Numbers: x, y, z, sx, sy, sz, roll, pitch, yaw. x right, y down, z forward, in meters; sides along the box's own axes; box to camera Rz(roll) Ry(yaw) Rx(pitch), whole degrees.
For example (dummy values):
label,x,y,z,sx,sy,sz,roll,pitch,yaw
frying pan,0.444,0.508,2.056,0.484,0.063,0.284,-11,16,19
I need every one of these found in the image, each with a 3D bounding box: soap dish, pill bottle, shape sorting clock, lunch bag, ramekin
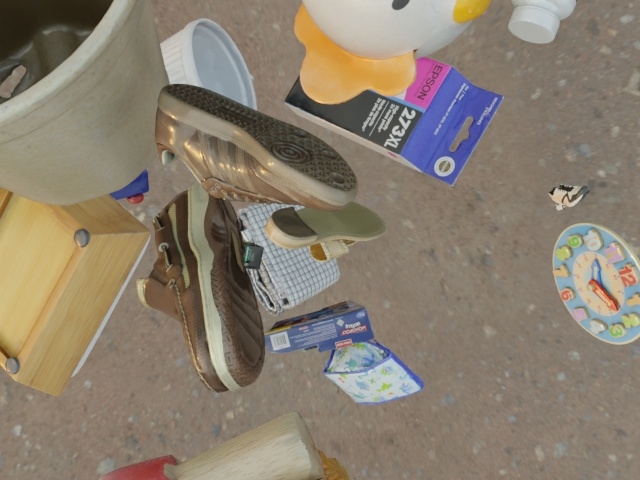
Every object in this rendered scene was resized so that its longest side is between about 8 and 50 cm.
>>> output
label,x,y,z,sx,sy,sz,roll,pitch,yaw
soap dish,-0.398,0.044,0.989,0.229,0.118,0.291,37,103,23
pill bottle,0.238,-0.271,0.713,0.067,0.067,0.120,21,88,-2
shape sorting clock,0.449,0.070,1.116,0.040,0.206,0.206,-17,96,-23
lunch bag,0.105,0.249,1.320,0.129,0.151,0.096,45,53,-35
ramekin,-0.208,-0.266,1.197,0.108,0.207,0.207,-16,96,22

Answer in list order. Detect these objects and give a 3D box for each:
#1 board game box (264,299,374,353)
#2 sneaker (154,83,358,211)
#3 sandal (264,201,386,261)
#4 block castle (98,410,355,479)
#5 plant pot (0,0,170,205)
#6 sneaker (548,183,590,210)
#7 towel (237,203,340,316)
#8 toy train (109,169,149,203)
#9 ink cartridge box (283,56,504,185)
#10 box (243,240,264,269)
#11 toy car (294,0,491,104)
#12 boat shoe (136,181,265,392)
label,x,y,z,sx,sy,sz,roll,pitch,yaw
board game box,0.007,0.162,1.280,0.194,0.194,0.060,-15,90,8
sneaker,-0.055,-0.060,0.552,0.188,0.066,0.071,32,124,22
sandal,-0.004,-0.005,1.031,0.088,0.240,0.079,51,123,25
block castle,-0.015,0.384,0.508,0.212,0.303,0.454,-24,62,0
plant pot,-0.277,-0.182,0.623,0.333,0.305,0.334,0,76,1
sneaker,0.460,-0.086,1.286,0.040,0.109,0.044,-37,89,-13
towel,-0.102,0.031,1.816,0.121,0.235,0.284,-31,87,43
toy train,-0.550,-0.139,1.640,0.247,0.143,0.105,-18,130,-30
ink cartridge box,0.117,-0.249,1.218,0.370,0.069,0.176,30,90,31
box,-0.172,0.028,1.446,0.083,0.062,0.052,7,98,-38
toy car,0.069,-0.170,0.365,0.210,0.219,0.238,41,114,32
boat shoe,-0.115,0.045,0.623,0.095,0.257,0.095,-24,124,4
